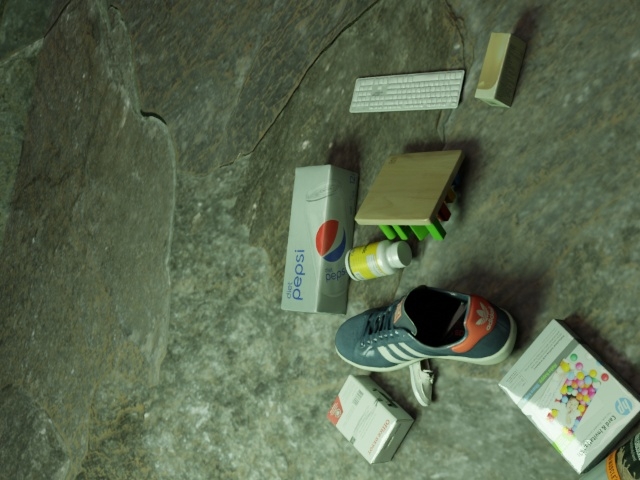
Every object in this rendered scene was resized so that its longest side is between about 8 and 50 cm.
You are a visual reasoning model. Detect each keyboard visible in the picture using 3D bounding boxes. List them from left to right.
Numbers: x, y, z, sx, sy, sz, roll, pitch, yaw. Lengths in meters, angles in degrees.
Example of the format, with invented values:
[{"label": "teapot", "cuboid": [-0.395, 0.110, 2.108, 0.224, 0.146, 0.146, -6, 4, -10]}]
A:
[{"label": "keyboard", "cuboid": [0.160, -0.282, 1.550, 0.256, 0.014, 0.072, 6, 86, 42]}]

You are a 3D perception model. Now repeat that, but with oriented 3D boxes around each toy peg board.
[{"label": "toy peg board", "cuboid": [0.172, -0.073, 1.451, 0.161, 0.079, 0.161, 2, 52, 42]}]

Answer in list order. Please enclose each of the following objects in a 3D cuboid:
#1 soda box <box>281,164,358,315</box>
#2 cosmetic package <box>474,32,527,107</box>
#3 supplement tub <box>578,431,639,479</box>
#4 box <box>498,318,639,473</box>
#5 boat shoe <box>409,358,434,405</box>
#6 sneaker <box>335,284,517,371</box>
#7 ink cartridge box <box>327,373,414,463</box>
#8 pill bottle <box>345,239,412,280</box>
[{"label": "soda box", "cuboid": [0.000, 0.000, 1.588, 0.098, 0.091, 0.286, 1, 83, 42]}, {"label": "cosmetic package", "cuboid": [0.307, -0.290, 1.387, 0.041, 0.060, 0.115, 16, 91, 43]}, {"label": "supplement tub", "cuboid": [0.497, 0.294, 1.001, 0.338, 0.207, 0.207, -49, 54, 24]}, {"label": "box", "cuboid": [0.380, 0.234, 1.234, 0.145, 0.038, 0.186, -55, 52, 20]}, {"label": "boat shoe", "cuboid": [0.181, 0.237, 1.418, 0.035, 0.035, 0.100, -31, 56, 37]}, {"label": "sneaker", "cuboid": [0.145, 0.138, 1.373, 0.350, 0.148, 0.131, -12, 56, 37]}, {"label": "ink cartridge box", "cuboid": [0.089, 0.321, 1.468, 0.135, 0.056, 0.099, 41, 110, 40]}, {"label": "pill bottle", "cuboid": [0.108, 0.035, 1.501, 0.116, 0.065, 0.065, -14, 73, 39]}]
